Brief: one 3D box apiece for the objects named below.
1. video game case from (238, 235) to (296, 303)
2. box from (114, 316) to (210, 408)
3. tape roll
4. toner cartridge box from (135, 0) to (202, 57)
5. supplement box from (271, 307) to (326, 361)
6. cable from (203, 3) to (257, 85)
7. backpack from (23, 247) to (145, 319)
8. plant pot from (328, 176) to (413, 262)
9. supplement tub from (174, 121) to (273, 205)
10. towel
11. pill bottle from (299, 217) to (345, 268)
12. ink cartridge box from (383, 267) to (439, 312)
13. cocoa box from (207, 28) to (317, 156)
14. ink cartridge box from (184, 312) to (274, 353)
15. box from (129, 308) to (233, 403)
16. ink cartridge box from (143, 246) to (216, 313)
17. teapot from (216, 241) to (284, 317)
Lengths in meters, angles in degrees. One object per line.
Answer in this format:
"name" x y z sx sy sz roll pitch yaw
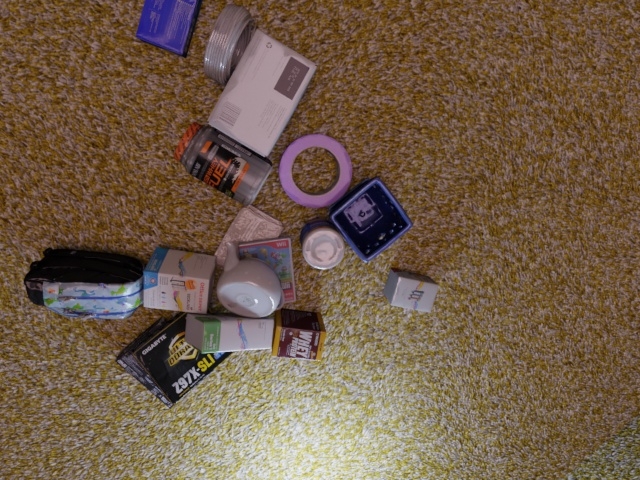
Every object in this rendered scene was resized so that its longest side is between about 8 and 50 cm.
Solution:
"video game case" -0.209 0.132 1.749 0.204 0.025 0.284 -8 112 -12
"box" -0.634 0.501 1.799 0.242 0.076 0.307 -41 104 4
"tape roll" -0.021 -0.266 1.677 0.275 0.090 0.274 -1 102 -5
"toner cartridge box" -0.497 -0.831 1.503 0.165 0.075 0.347 19 101 -11
"supplement box" -0.092 0.375 1.766 0.194 0.191 0.128 8 102 -8
"cable" -0.308 -0.654 1.470 0.089 0.257 0.256 23 102 -5
"backpack" -0.825 0.157 1.615 0.356 0.290 0.273 -8 112 -11
"plant pot" 0.174 -0.093 1.673 0.236 0.212 0.236 -39 104 4
"supplement tub" -0.348 -0.278 1.587 0.316 0.193 0.193 29 98 -11
"towel" -0.286 0.009 1.735 0.187 0.049 0.282 29 99 -11
"pill bottle" 0.000 0.000 1.646 0.153 0.272 0.152 -1 104 -5
"ink cartridge box" 0.371 0.204 1.806 0.176 0.128 0.127 13 101 -10
"cocoa box" -0.199 -0.498 1.532 0.232 0.228 0.347 29 99 -11
"ink cartridge box" -0.346 0.344 1.670 0.278 0.201 0.116 5 88 -34
"box" -0.524 0.426 1.712 0.322 0.079 0.257 -39 108 -31
"ink cartridge box" -0.526 0.153 1.662 0.233 0.168 0.171 9 120 -8
"teapot" -0.252 0.156 1.640 0.253 0.187 0.255 12 135 0
